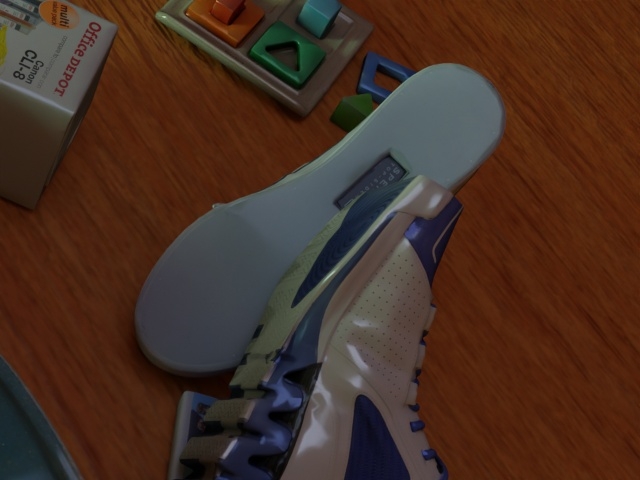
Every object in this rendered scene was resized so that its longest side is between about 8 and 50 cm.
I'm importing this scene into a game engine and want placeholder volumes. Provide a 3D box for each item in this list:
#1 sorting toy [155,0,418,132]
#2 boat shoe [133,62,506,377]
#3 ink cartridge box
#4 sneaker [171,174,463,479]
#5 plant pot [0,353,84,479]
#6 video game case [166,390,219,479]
[{"bbox_3d":[-0.049,-0.233,1.375,0.348,0.047,0.196,34,45,0],"label":"sorting toy"},{"bbox_3d":[-0.005,-0.007,1.157,0.367,0.156,0.136,-41,83,-15],"label":"boat shoe"},{"bbox_3d":[-0.278,-0.137,1.108,0.176,0.127,0.128,25,45,-10],"label":"ink cartridge box"},{"bbox_3d":[0.032,0.122,1.008,0.182,0.127,0.315,36,75,-16],"label":"sneaker"},{"bbox_3d":[-0.258,0.223,0.741,0.255,0.271,0.271,-25,68,-25],"label":"plant pot"},{"bbox_3d":[-0.032,0.224,1.020,0.183,0.023,0.201,18,48,-16],"label":"video game case"}]
